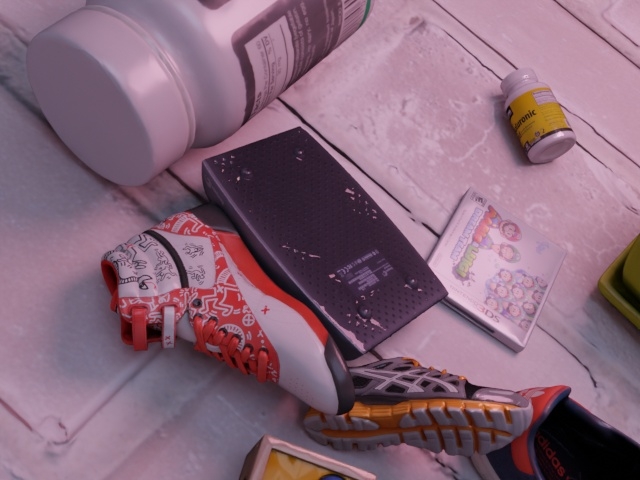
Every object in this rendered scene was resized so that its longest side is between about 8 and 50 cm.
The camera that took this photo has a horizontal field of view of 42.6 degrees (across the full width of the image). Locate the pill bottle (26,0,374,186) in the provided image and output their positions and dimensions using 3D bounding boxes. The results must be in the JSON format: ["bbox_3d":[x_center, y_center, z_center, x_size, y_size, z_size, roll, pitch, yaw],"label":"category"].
[{"bbox_3d":[-0.116,-0.228,0.878,0.204,0.204,0.361,41,57,6],"label":"pill bottle"}]

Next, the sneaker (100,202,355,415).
[{"bbox_3d":[-0.098,0.085,0.762,0.145,0.090,0.270,-26,58,-28],"label":"sneaker"}]

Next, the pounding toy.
[{"bbox_3d":[-0.035,0.244,0.706,0.141,0.100,0.130,22,57,-7],"label":"pounding toy"}]

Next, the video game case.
[{"bbox_3d":[0.202,0.030,0.957,0.143,0.019,0.157,34,56,1],"label":"video game case"}]

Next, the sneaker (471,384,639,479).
[{"bbox_3d":[0.299,0.279,0.777,0.350,0.148,0.131,43,57,7],"label":"sneaker"}]

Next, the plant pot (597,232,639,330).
[{"bbox_3d":[0.475,0.030,0.937,0.228,0.207,0.227,44,57,13],"label":"plant pot"}]

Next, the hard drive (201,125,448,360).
[{"bbox_3d":[0.000,0.000,0.862,0.254,0.054,0.172,49,44,13],"label":"hard drive"}]

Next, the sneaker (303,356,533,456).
[{"bbox_3d":[0.091,0.149,0.779,0.215,0.084,0.083,0,45,16],"label":"sneaker"}]

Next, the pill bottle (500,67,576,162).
[{"bbox_3d":[0.278,-0.164,1.065,0.065,0.065,0.116,-9,65,-24],"label":"pill bottle"}]
